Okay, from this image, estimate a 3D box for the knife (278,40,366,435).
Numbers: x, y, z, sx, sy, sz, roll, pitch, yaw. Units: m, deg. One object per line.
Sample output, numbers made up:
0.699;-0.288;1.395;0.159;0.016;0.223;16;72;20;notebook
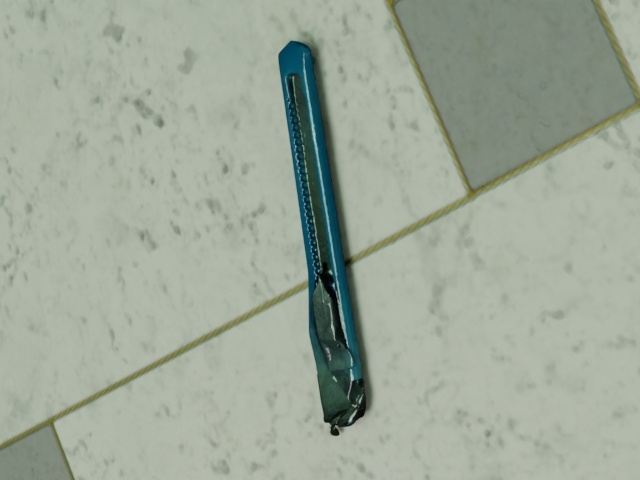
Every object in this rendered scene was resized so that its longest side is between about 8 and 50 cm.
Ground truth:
-0.002;0.000;1.277;0.044;0.026;0.296;-4;96;51;knife
